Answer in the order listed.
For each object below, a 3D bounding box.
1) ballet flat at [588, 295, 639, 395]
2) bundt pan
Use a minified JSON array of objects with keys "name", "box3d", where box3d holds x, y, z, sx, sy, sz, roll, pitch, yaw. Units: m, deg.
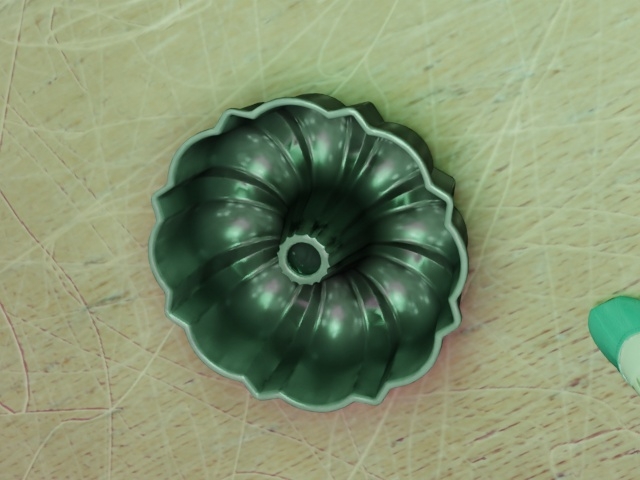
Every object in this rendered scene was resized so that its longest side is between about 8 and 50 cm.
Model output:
[{"name":"ballet flat","box3d":[0.360,0.145,1.826,0.247,0.087,0.083,39,116,9]},{"name":"bundt pan","box3d":[0.000,0.000,1.882,0.331,0.124,0.330,6,111,15]}]
